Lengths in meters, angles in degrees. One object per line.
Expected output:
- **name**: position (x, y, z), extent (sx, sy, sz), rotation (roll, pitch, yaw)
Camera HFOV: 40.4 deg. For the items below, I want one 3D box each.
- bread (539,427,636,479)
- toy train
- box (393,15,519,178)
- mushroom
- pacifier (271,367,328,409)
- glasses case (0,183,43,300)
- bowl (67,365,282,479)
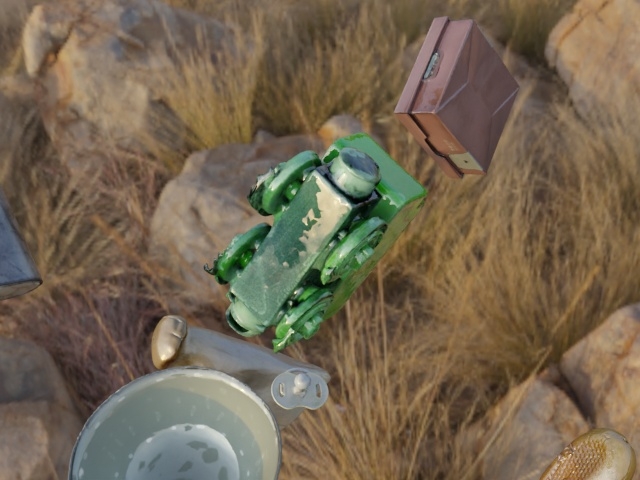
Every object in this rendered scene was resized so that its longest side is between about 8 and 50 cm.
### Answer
- **bread**: position (0.400, 0.355, 1.299), extent (0.077, 0.189, 0.114), rotation (19, 37, -25)
- **toy train**: position (0.000, 0.000, 0.913), extent (0.132, 0.243, 0.188), rotation (44, 33, 13)
- **box**: position (0.251, -0.254, 1.552), extent (0.086, 0.215, 0.215), rotation (7, 66, 42)
- **mushroom**: position (-0.183, 0.291, 1.912), extent (0.407, 0.154, 0.137), rotation (24, 11, -20)
- **pacifier**: position (-0.028, 0.206, 1.245), extent (0.083, 0.064, 0.068), rotation (3, 56, -10)
- **glasses case**: position (-0.518, -0.054, 1.292), extent (0.114, 0.060, 0.299), rotation (-12, 70, -51)
- **bowl**: position (-0.225, 0.388, 1.421), extent (0.337, 0.157, 0.337), rotation (-2, 49, 2)
